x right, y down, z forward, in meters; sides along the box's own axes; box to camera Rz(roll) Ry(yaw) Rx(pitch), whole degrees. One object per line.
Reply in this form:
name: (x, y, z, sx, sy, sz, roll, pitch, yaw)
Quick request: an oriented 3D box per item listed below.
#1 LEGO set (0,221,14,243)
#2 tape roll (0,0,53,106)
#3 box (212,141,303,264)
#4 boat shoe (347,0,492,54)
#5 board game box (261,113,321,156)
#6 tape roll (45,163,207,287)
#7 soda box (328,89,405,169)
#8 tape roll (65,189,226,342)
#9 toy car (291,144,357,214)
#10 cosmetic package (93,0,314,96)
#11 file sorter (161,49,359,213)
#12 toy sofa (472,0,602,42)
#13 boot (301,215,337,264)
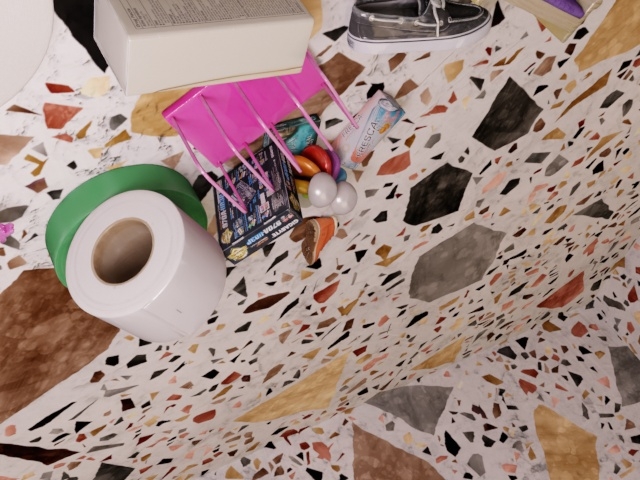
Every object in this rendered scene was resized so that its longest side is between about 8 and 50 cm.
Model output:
LEGO set: (-0.601, -0.072, 1.249, 0.093, 0.087, 0.227, -25, 152, 17)
tape roll: (-0.555, -0.303, 0.986, 0.391, 0.072, 0.392, -24, 149, -16)
box: (-0.132, -0.081, 1.522, 0.175, 0.220, 0.051, -32, 133, 17)
boat shoe: (0.199, -0.440, 1.458, 0.306, 0.113, 0.105, -7, 137, -12)
board game box: (-0.072, -0.188, 1.641, 0.126, 0.026, 0.186, -18, 146, -25)
tape roll: (-0.393, -0.014, 1.540, 0.321, 0.077, 0.321, -23, 147, -16)
soda box: (0.102, -0.246, 1.684, 0.058, 0.063, 0.183, 11, 128, -51)
tape roll: (-0.319, 0.050, 1.387, 0.246, 0.246, 0.169, -35, 149, 4)
toy car: (-0.007, -0.137, 1.633, 0.182, 0.159, 0.136, 16, 87, -53)
cosmetic package: (-0.185, -0.338, 1.194, 0.309, 0.160, 0.113, -14, 145, -27)
file sorter: (-0.101, -0.220, 1.413, 0.290, 0.182, 0.202, -36, 148, 5)
toy sofa: (0.414, -0.536, 1.480, 0.362, 0.150, 0.177, 3, 135, -45)
boot: (0.000, 0.000, 1.947, 0.084, 0.059, 0.158, -20, 146, -30)
